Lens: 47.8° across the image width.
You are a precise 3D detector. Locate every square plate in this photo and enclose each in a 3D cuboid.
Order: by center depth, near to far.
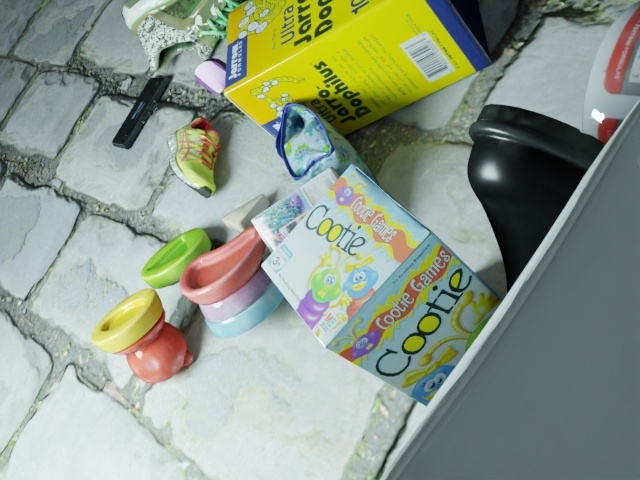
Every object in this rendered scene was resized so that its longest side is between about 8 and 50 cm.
[{"bbox_3d":[0.247,0.122,0.575,0.344,0.347,0.049,-56,26,-3],"label":"square plate"}]

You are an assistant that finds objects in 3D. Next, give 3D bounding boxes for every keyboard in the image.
[{"bbox_3d":[-0.387,-0.279,1.579,0.108,0.023,0.180,16,75,51],"label":"keyboard"}]

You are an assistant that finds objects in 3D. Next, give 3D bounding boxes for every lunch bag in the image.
[{"bbox_3d":[0.003,-0.127,1.079,0.096,0.129,0.151,-35,47,17],"label":"lunch bag"}]

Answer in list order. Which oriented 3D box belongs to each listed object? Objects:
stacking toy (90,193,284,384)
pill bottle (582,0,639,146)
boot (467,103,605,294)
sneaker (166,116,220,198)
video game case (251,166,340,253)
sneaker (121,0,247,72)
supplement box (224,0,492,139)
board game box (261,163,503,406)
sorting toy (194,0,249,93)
[{"bbox_3d":[-0.177,0.083,1.149,0.309,0.130,0.279,-25,24,23],"label":"stacking toy"},{"bbox_3d":[0.446,-0.110,0.639,0.363,0.210,0.210,18,76,44],"label":"pill bottle"},{"bbox_3d":[0.193,0.073,0.643,0.131,0.348,0.260,20,73,51],"label":"boot"},{"bbox_3d":[-0.222,-0.161,1.323,0.094,0.081,0.208,-38,45,12],"label":"sneaker"},{"bbox_3d":[0.000,0.000,1.008,0.143,0.019,0.157,-32,90,21],"label":"video game case"},{"bbox_3d":[-0.228,-0.474,1.525,0.410,0.158,0.182,-18,85,29],"label":"sneaker"},{"bbox_3d":[0.049,-0.313,1.111,0.357,0.195,0.194,-23,51,28],"label":"supplement box"},{"bbox_3d":[0.096,0.069,0.769,0.142,0.275,0.144,-48,43,5],"label":"board game box"},{"bbox_3d":[-0.091,-0.422,1.390,0.366,0.127,0.126,-37,16,19],"label":"sorting toy"}]
